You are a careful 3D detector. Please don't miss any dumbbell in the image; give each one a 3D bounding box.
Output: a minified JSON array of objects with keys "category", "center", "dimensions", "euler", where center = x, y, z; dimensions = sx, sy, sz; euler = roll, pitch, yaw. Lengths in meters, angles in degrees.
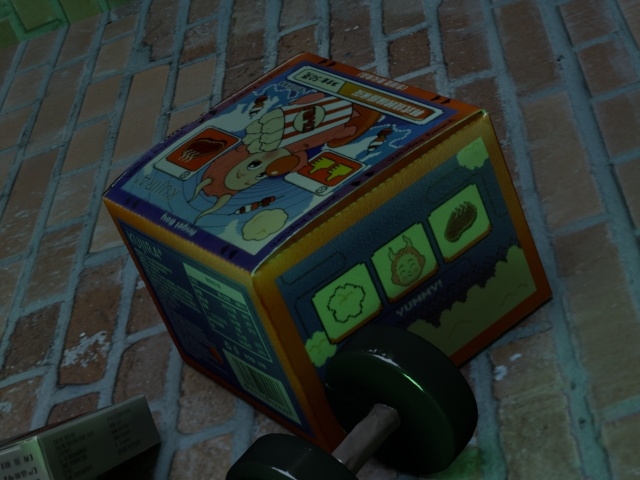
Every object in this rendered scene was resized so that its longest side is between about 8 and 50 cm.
[{"category":"dumbbell","center":[0.031,0.198,1.508],"dimensions":[0.152,0.152,0.218],"euler":[5,40,42]}]

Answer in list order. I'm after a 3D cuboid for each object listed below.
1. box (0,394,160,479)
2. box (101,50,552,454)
[{"category":"box","center":[-0.311,0.230,1.630],"dimensions":[0.214,0.069,0.353],"euler":[-18,-1,10]},{"category":"box","center":[0.000,0.000,1.767],"dimensions":[0.318,0.257,0.348],"euler":[-35,30,-19]}]
